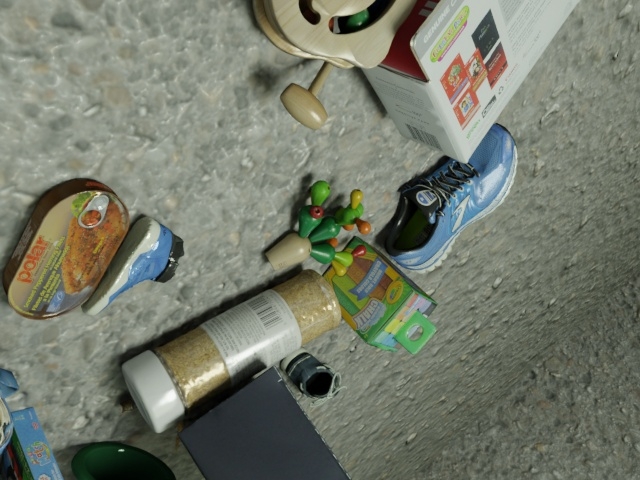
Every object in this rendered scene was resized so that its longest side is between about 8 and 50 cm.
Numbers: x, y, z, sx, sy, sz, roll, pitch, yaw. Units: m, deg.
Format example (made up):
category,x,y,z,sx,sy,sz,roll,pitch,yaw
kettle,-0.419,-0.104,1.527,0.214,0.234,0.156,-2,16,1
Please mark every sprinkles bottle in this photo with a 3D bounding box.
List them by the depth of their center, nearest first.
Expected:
category,x,y,z,sx,sy,sz,roll,pitch,yaw
sprinkles bottle,-0.136,0.172,0.969,0.355,0.121,0.121,-26,141,-27

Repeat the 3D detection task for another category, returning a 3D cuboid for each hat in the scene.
category,x,y,z,sx,sy,sz,roll,pitch,yaw
hat,-0.347,0.450,0.957,0.208,0.173,0.183,-155,-91,-84

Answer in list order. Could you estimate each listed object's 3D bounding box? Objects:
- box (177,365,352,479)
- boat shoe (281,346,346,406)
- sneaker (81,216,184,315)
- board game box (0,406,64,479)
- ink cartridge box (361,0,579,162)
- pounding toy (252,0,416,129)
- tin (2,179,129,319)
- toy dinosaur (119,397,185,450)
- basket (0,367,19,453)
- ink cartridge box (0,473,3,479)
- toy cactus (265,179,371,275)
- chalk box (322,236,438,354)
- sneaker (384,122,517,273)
category,x,y,z,sx,sy,sz,roll,pitch,yaw
box,-0.078,0.407,1.005,0.179,0.312,0.343,-32,170,-18
boat shoe,-0.004,0.309,1.289,0.095,0.079,0.254,-40,145,-10
sneaker,-0.243,0.047,0.784,0.152,0.058,0.084,-53,137,-1
board game box,-0.416,0.373,0.843,0.039,0.160,0.211,-7,129,-42
ink cartridge box,0.201,-0.311,0.791,0.309,0.130,0.272,-54,146,-4
pounding toy,0.003,-0.284,0.700,0.154,0.155,0.269,30,92,-26
tin,-0.305,0.012,0.704,0.106,0.040,0.189,12,116,-56
toy dinosaur,-0.265,0.296,1.033,0.112,0.064,0.211,-23,141,9
basket,-0.460,0.191,0.601,0.255,0.201,0.289,-26,176,-26
ink cartridge box,-0.489,0.516,0.712,0.308,0.385,0.091,-41,144,-8
toy cactus,0.000,0.000,0.974,0.181,0.112,0.219,-30,152,-6
chalk box,0.119,0.119,1.104,0.132,0.213,0.132,-51,146,6
sneaker,0.242,-0.078,1.111,0.330,0.130,0.147,-55,147,13
